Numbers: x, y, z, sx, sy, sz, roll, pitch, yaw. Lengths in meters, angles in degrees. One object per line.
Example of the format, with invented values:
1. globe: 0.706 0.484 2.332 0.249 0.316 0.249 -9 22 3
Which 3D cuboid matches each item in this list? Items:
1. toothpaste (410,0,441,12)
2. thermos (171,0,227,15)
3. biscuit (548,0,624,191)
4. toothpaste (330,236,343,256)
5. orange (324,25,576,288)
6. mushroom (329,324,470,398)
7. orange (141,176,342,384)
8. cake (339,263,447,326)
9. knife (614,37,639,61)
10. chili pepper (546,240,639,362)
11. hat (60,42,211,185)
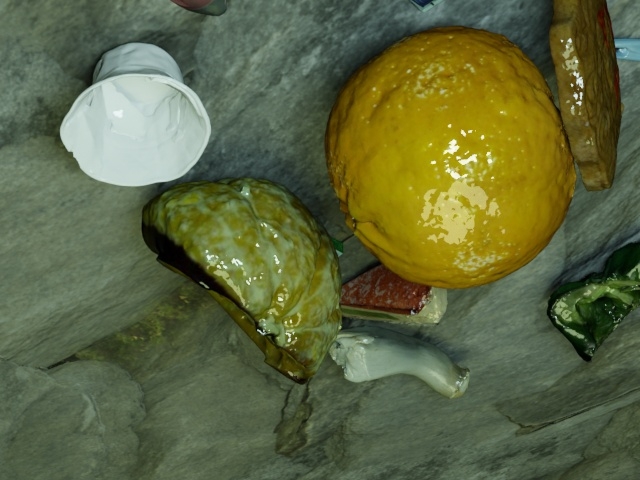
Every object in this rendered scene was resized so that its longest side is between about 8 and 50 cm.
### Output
1. toothpaste: 0.098 -0.332 1.537 0.140 0.021 0.037 31 136 -35
2. thermos: -0.134 -0.368 1.245 0.109 0.330 0.136 -4 139 1
3. biscuit: 0.335 -0.215 1.511 0.049 0.257 0.273 -6 134 24
4. toothpaste: 0.000 0.000 1.908 0.083 0.020 0.017 28 132 -31
5. orange: 0.154 -0.098 1.556 0.293 0.341 0.341 -25 140 -12
6. mushroom: 0.138 0.206 2.100 0.278 0.096 0.099 15 137 -26
7. orange: -0.094 0.029 1.783 0.210 0.271 0.369 -54 131 -10
8. cake: 0.108 0.106 1.965 0.220 0.117 0.086 -30 138 26
9. knife: 0.521 -0.258 1.658 0.313 0.019 0.044 2 136 -9
10. chili pepper: 0.491 0.070 1.970 0.148 0.116 0.264 38 124 -23
11. hat: -0.240 -0.180 1.607 0.203 0.126 0.203 -2 138 -2
